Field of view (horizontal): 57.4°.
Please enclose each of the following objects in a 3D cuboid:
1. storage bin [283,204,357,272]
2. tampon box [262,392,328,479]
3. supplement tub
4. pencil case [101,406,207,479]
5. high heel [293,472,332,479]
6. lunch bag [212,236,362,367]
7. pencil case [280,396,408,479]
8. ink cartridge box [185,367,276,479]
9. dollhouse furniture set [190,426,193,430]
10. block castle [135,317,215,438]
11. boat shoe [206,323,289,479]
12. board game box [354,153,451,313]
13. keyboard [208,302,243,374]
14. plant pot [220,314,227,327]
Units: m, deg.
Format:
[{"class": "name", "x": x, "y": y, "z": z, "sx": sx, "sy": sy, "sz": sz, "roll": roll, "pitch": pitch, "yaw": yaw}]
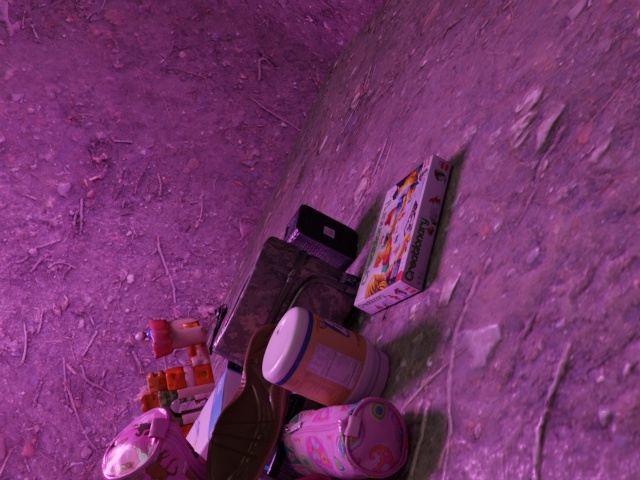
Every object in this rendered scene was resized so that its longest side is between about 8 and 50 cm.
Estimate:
[{"class": "storage bin", "x": 0.000, "y": 0.000, "z": 1.553, "sx": 0.084, "sy": 0.180, "sz": 0.122, "roll": -53, "pitch": 17, "yaw": 36}, {"class": "tampon box", "x": -0.049, "y": 0.399, "z": 1.169, "sx": 0.120, "sy": 0.101, "sz": 0.161, "roll": -28, "pitch": 36, "yaw": 65}, {"class": "supplement tub", "x": 0.010, "y": 0.224, "z": 1.074, "sx": 0.144, "sy": 0.199, "sz": 0.144, "roll": -56, "pitch": 16, "yaw": 26}, {"class": "pencil case", "x": -0.240, "y": 0.492, "z": 1.109, "sx": 0.167, "sy": 0.386, "sz": 0.160, "roll": -43, "pitch": 24, "yaw": -16}, {"class": "high heel", "x": -0.029, "y": 0.437, "z": 0.976, "sx": 0.244, "sy": 0.117, "sz": 0.082, "roll": 130, "pitch": 159, "yaw": -60}, {"class": "lunch bag", "x": -0.072, "y": 0.168, "z": 1.362, "sx": 0.305, "sy": 0.256, "sz": 0.212, "roll": -63, "pitch": 4, "yaw": 6}, {"class": "pencil case", "x": 0.030, "y": 0.333, "z": 0.975, "sx": 0.284, "sy": 0.124, "sz": 0.124, "roll": -37, "pitch": 30, "yaw": 59}, {"class": "ink cartridge box", "x": -0.196, "y": 0.483, "z": 1.344, "sx": 0.270, "sy": 0.198, "sz": 0.197, "roll": -59, "pitch": 15, "yaw": 16}, {"class": "dollhouse furniture set", "x": -0.222, "y": 0.513, "z": 1.576, "sx": 0.129, "sy": 0.183, "sz": 0.129, "roll": -49, "pitch": 58, "yaw": 14}, {"class": "block castle", "x": -0.437, "y": 0.473, "z": 1.790, "sx": 0.303, "sy": 0.212, "sz": 0.453, "roll": 180, "pitch": 81, "yaw": -73}, {"class": "boat shoe", "x": -0.115, "y": 0.333, "z": 1.129, "sx": 0.110, "sy": 0.121, "sz": 0.341, "roll": 77, "pitch": -154, "yaw": -50}, {"class": "board game box", "x": 0.172, "y": -0.011, "z": 1.221, "sx": 0.193, "sy": 0.053, "sz": 0.305, "roll": -40, "pitch": 27, "yaw": 58}, {"class": "keyboard", "x": -0.244, "y": 0.299, "z": 1.787, "sx": 0.033, "sy": 0.201, "sz": 0.317, "roll": 113, "pitch": 168, "yaw": -53}, {"class": "plant pot", "x": -0.173, "y": 0.258, "z": 1.703, "sx": 0.174, "sy": 0.191, "sz": 0.191, "roll": -37, "pitch": 29, "yaw": 48}]
